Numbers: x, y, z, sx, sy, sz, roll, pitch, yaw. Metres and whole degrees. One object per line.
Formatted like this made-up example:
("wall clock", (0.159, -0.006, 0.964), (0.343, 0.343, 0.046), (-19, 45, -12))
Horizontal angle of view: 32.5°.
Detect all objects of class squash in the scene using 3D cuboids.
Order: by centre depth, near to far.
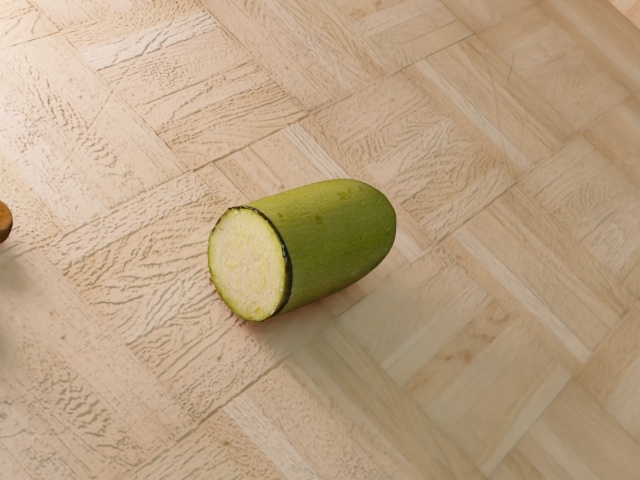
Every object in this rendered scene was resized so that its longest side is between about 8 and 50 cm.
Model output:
("squash", (0.000, 0.000, 1.257), (0.247, 0.132, 0.132), (-19, 65, -45))

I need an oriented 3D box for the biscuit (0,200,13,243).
("biscuit", (-0.445, -0.029, 1.034), (0.295, 0.044, 0.186), (24, 38, -17))
